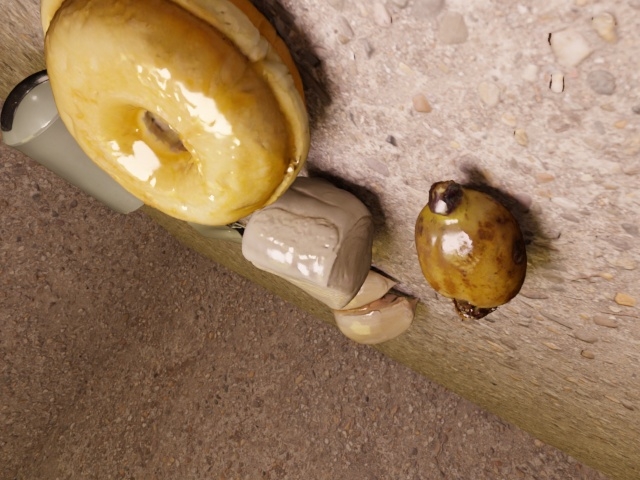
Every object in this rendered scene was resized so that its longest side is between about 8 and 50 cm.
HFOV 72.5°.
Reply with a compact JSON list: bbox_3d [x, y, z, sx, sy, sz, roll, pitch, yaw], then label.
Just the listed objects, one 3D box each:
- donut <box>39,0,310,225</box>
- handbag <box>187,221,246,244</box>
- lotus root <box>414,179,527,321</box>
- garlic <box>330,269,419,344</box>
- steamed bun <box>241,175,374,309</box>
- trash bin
[{"bbox_3d":[-0.220,-0.202,0.676,0.448,0.198,0.449,16,148,11],"label":"donut"},{"bbox_3d":[-0.415,-0.048,1.883,0.315,0.109,0.241,19,163,29],"label":"handbag"},{"bbox_3d":[0.240,0.013,0.701,0.169,0.141,0.314,16,150,38],"label":"lotus root"},{"bbox_3d":[0.133,0.188,1.411,0.249,0.286,0.313,-11,-164,-30],"label":"garlic"},{"bbox_3d":[0.002,-0.002,0.959,0.247,0.236,0.383,24,170,17],"label":"steamed bun"},{"bbox_3d":[-0.696,-0.295,1.301,0.280,0.280,0.432,20,161,37],"label":"trash bin"}]
